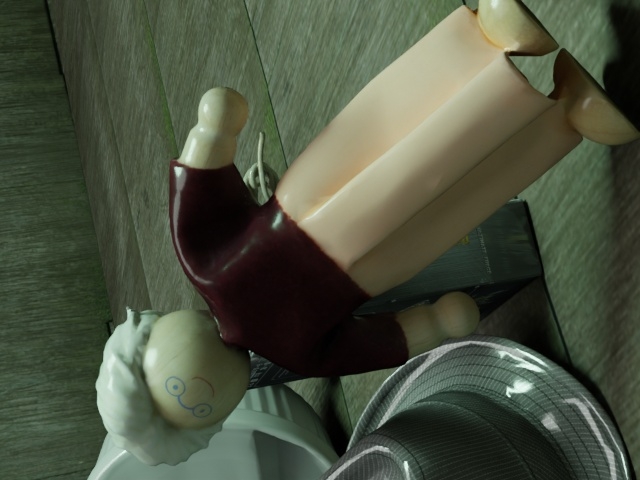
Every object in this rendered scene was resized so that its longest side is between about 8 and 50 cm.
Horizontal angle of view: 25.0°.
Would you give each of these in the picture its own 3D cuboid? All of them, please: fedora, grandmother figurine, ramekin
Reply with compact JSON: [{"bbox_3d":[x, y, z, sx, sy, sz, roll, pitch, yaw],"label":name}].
[{"bbox_3d":[0.059,0.198,0.897,0.243,0.124,0.275,38,117,40],"label":"fedora"},{"bbox_3d":[0.000,0.000,0.816,0.208,0.342,0.104,46,-166,-6],"label":"grandmother figurine"},{"bbox_3d":[-0.101,0.248,1.443,0.127,0.272,0.273,-99,9,-59],"label":"ramekin"}]

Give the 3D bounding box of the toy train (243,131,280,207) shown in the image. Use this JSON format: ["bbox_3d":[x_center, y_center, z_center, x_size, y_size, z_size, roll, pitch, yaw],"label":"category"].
[{"bbox_3d":[-0.046,0.000,1.429,0.143,0.105,0.248,-105,12,-74],"label":"toy train"}]

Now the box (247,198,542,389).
[{"bbox_3d":[0.028,0.044,1.017,0.231,0.183,0.056,126,132,-68],"label":"box"}]
